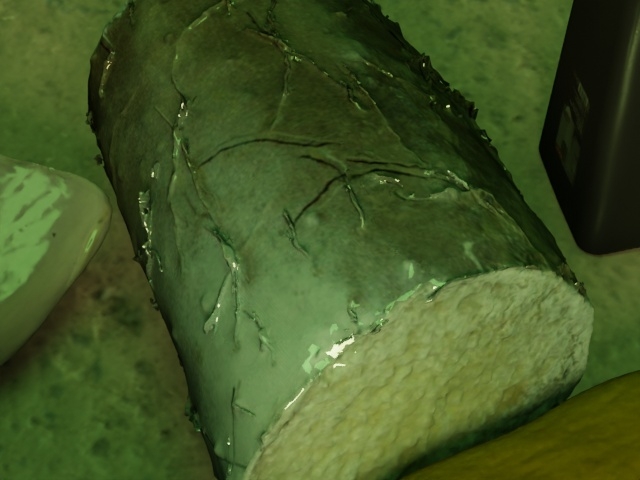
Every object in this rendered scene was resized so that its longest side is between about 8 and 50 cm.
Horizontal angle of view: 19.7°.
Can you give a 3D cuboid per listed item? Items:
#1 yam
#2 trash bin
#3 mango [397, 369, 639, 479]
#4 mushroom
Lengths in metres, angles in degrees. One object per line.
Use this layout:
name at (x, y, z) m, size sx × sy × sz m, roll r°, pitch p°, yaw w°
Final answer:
yam at (0.000, 0.000, 1.097) m, size 0.241 × 0.241 × 0.348 m, roll -17°, pitch 51°, yaw -14°
trash bin at (0.241, -0.113, 1.175) m, size 0.165 × 0.225 × 0.115 m, roll -9°, pitch 52°, yaw -8°
mango at (0.119, 0.183, 0.975) m, size 0.331 × 0.142 × 0.195 m, roll -27°, pitch 38°, yaw -22°
mushroom at (-0.263, 0.071, 1.088) m, size 0.159 × 0.122 × 0.329 m, roll 7°, pitch 50°, yaw 26°
